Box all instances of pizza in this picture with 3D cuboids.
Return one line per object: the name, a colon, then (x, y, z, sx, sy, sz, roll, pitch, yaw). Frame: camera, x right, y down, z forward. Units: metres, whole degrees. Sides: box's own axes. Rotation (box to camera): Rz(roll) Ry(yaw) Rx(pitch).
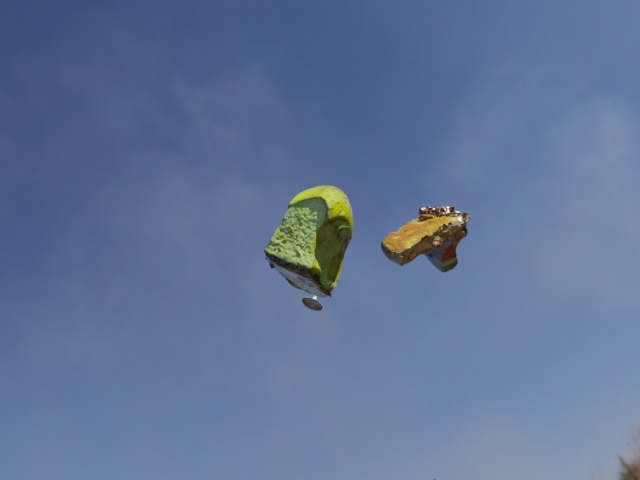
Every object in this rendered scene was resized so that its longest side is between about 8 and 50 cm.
pizza: (0.327, -0.016, 2.299, 0.296, 0.189, 0.071, -31, -66, -13)

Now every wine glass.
wine glass: (0.007, 0.138, 2.509, 0.079, 0.196, 0.079, 19, -31, 12)

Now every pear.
pear: (0.000, 0.000, 1.859, 0.163, 0.256, 0.238, 19, -17, 23)

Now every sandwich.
sandwich: (0.417, -0.021, 2.716, 0.162, 0.250, 0.301, -26, -20, -25)

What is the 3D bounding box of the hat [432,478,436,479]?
hat: (0.356, 0.732, 1.977, 0.089, 0.206, 0.205, -21, -28, -4)
